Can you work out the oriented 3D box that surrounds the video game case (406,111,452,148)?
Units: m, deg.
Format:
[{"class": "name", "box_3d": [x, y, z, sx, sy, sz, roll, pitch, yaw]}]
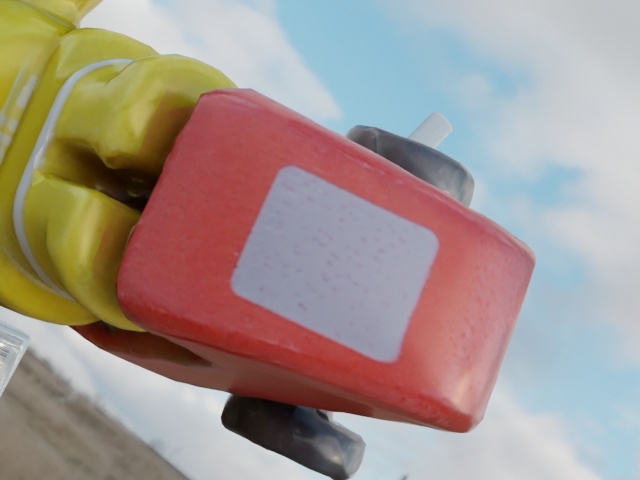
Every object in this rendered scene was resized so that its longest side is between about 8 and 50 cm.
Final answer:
[{"class": "video game case", "box_3d": [0.000, 0.000, 0.921, 0.023, 0.183, 0.201, 46, -29, -1]}]

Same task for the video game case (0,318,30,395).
[{"class": "video game case", "box_3d": [-0.318, 0.119, 0.803, 0.023, 0.212, 0.193, 18, -13, 45]}]

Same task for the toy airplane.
[{"class": "toy airplane", "box_3d": [-0.156, -0.050, 0.463, 0.272, 0.384, 0.386, 36, 31, -63]}]
